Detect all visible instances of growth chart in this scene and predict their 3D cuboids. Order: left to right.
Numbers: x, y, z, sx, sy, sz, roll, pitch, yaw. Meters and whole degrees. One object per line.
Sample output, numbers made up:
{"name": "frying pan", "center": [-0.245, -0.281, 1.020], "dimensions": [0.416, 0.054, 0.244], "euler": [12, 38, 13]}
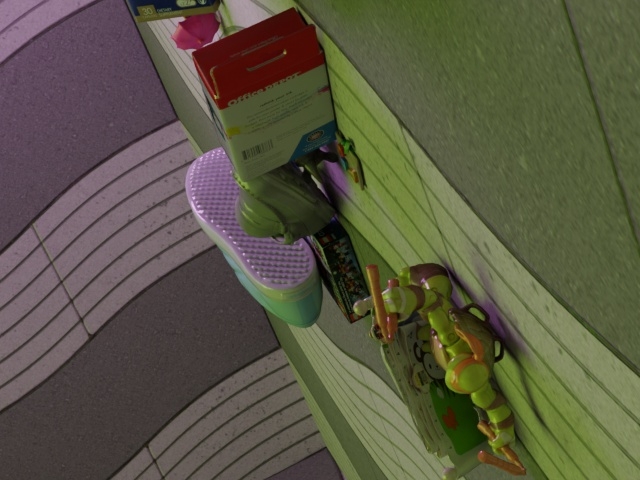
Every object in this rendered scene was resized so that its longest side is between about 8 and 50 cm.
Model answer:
{"name": "growth chart", "center": [0.124, 0.147, 1.501], "dimensions": [0.172, 0.021, 0.237], "euler": [-33, -83, -57]}

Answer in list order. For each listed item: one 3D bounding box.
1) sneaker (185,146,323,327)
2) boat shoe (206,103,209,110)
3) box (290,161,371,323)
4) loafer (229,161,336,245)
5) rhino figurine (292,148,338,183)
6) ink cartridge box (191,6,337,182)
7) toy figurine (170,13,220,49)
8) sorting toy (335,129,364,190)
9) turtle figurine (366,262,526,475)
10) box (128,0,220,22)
{"name": "sneaker", "center": [-0.107, 0.004, 2.163], "dimensions": [0.150, 0.135, 0.366], "euler": [77, 167, -47]}
{"name": "boat shoe", "center": [-0.126, -0.215, 2.017], "dimensions": [0.089, 0.105, 0.285], "euler": [63, 174, -14]}
{"name": "box", "center": [0.000, 0.000, 2.102], "dimensions": [0.233, 0.044, 0.159], "euler": [55, 168, 51]}
{"name": "loafer", "center": [-0.063, -0.049, 1.854], "dimensions": [0.112, 0.111, 0.319], "euler": [52, -175, 17]}
{"name": "rhino figurine", "center": [-0.048, -0.158, 1.777], "dimensions": [0.243, 0.073, 0.106], "euler": [57, -173, 35]}
{"name": "ink cartridge box", "center": [-0.065, -0.179, 1.595], "dimensions": [0.078, 0.134, 0.231], "euler": [60, 171, 29]}
{"name": "toy figurine", "center": [-0.225, -0.381, 2.199], "dimensions": [0.159, 0.130, 0.173], "euler": [56, -164, -13]}
{"name": "sorting toy", "center": [0.032, -0.103, 1.656], "dimensions": [0.062, 0.012, 0.083], "euler": [59, 172, 35]}
{"name": "turtle figurine", "center": [0.127, 0.092, 1.359], "dimensions": [0.269, 0.087, 0.217], "euler": [50, -173, -18]}
{"name": "box", "center": [-0.249, -0.432, 2.042], "dimensions": [0.036, 0.136, 0.225], "euler": [-69, -32, -47]}
